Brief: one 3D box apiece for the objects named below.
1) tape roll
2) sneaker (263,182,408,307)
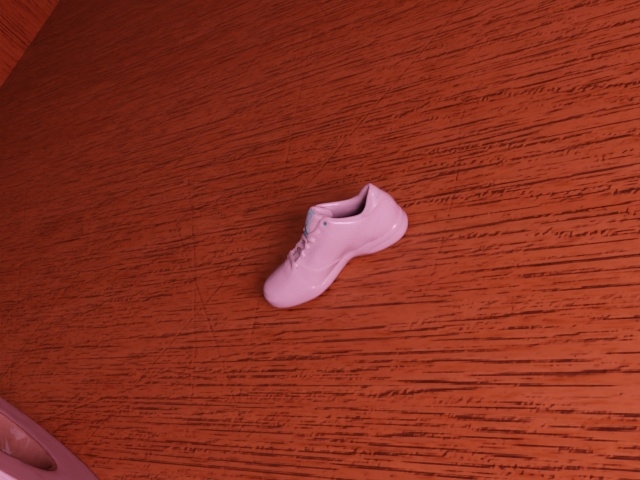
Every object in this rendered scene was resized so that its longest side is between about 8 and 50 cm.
[{"bbox_3d":[-0.410,0.233,0.933,0.392,0.392,0.072,21,70,51],"label":"tape roll"},{"bbox_3d":[0.000,0.000,1.015,0.212,0.094,0.080,-35,39,12],"label":"sneaker"}]
